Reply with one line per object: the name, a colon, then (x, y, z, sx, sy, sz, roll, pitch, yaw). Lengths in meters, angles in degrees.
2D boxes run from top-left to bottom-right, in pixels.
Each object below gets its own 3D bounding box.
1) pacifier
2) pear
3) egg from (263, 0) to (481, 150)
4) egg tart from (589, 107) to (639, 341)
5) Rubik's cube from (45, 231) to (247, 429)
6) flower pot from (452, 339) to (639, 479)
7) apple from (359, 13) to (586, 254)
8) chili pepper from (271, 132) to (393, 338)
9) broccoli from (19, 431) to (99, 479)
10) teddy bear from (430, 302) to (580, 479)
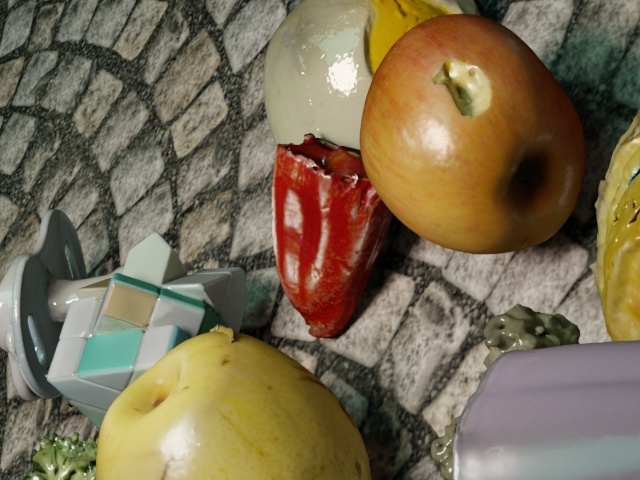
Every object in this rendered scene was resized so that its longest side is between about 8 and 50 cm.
pacifier: (-0.326, 0.092, 2.358, 0.233, 0.244, 0.299, -8, 29, 14)
pear: (-0.099, 0.258, 1.820, 0.309, 0.309, 0.309, -30, 45, 36)
egg: (0.035, -0.209, 2.077, 0.337, 0.201, 0.337, -33, 41, 34)
egg tart: (0.361, 0.045, 1.378, 0.388, 0.169, 0.387, 21, 124, 36)
Rubik's cube: (-0.208, 0.117, 2.091, 0.224, 0.265, 0.213, -7, 51, 28)
flower pot: (0.268, 0.185, 1.261, 0.243, 0.265, 0.265, -18, 52, 33)
apple: (0.168, -0.109, 1.798, 0.242, 0.242, 0.241, -54, 41, 10)
chili pepper: (0.000, 0.000, 1.984, 0.136, 0.144, 0.252, -110, 30, -57)
broccoli: (-0.278, 0.356, 2.013, 0.249, 0.302, 0.375, -18, 38, 4)
teddy bear: (0.143, 0.292, 1.589, 0.367, 0.224, 0.357, -40, 26, 31)
